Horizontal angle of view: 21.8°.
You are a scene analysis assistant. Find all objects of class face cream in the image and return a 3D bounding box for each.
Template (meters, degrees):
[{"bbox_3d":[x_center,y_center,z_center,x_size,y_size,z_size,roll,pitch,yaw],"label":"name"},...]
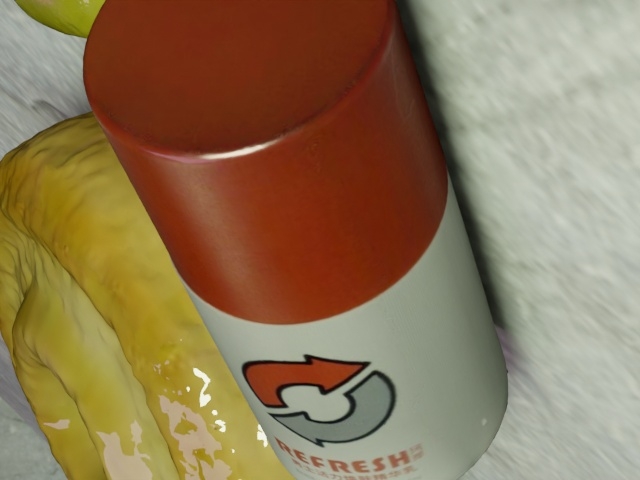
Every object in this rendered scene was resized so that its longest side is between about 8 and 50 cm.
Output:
[{"bbox_3d":[0.000,0.000,0.554,0.096,0.096,0.214,33,160,32],"label":"face cream"}]

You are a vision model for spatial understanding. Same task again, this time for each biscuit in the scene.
[{"bbox_3d":[-0.085,0.049,0.764,0.274,0.091,0.213,37,143,51],"label":"biscuit"}]

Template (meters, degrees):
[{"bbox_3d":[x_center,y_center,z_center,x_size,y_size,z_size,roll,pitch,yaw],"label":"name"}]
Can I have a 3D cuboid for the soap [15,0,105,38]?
[{"bbox_3d":[-0.109,-0.129,0.585,0.089,0.045,0.140,17,147,52],"label":"soap"}]
